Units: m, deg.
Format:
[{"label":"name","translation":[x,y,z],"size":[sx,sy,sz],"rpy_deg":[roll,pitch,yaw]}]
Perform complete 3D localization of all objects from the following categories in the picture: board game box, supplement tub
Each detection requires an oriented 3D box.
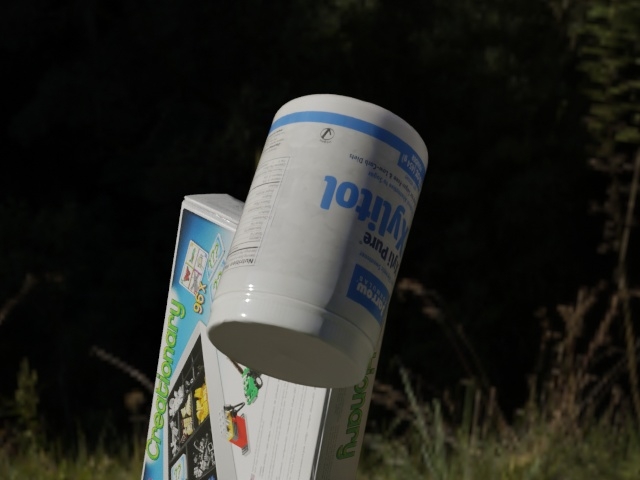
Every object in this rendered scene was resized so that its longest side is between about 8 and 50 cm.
[{"label":"board game box","translation":[-0.052,0.136,1.132],"size":[0.053,0.305,0.193],"rpy_deg":[-7,24,-44]},{"label":"supplement tub","translation":[0.000,0.000,0.605],"size":[0.071,0.071,0.107],"rpy_deg":[10,66,13]}]
